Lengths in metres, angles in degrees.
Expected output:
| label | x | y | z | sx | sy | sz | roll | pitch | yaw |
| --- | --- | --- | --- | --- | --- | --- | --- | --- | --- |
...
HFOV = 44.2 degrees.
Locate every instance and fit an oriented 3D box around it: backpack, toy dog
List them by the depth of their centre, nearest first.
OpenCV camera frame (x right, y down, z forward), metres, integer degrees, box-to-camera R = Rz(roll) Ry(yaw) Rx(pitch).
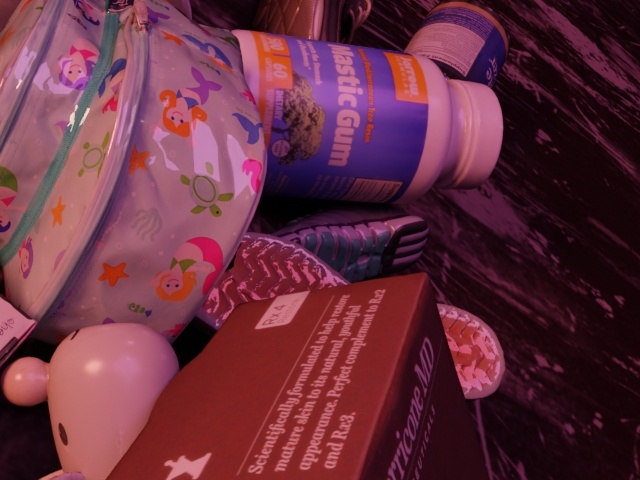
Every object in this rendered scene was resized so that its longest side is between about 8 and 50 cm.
| label | x | y | z | sx | sy | sz | roll | pitch | yaw |
| --- | --- | --- | --- | --- | --- | --- | --- | --- | --- |
| toy dog | -0.169 | 0.211 | 0.390 | 0.161 | 0.220 | 0.333 | 10 | 51 | -17 |
| backpack | -0.146 | -0.049 | 0.535 | 0.191 | 0.225 | 0.253 | 20 | 28 | -35 |

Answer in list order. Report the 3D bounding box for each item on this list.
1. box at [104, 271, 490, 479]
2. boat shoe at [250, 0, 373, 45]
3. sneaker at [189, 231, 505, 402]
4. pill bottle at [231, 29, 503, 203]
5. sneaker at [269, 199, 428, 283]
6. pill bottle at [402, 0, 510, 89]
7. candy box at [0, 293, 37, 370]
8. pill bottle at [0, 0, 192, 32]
| label | x | y | z | sx | sy | sz | roll | pitch | yaw |
| --- | --- | --- | --- | --- | --- | --- | --- | --- | --- |
| box | 0.038 | 0.232 | 0.452 | 0.191 | 0.143 | 0.381 | -57 | 130 | -60 |
| boat shoe | 0.003 | -0.295 | 0.943 | 0.130 | 0.132 | 0.355 | 20 | 51 | -28 |
| sneaker | 0.001 | 0.088 | 0.690 | 0.302 | 0.121 | 0.108 | 21 | 59 | -13 |
| pill bottle | 0.034 | -0.114 | 0.776 | 0.272 | 0.152 | 0.152 | 2 | 59 | -19 |
| sneaker | 0.000 | 0.000 | 0.791 | 0.224 | 0.083 | 0.098 | -8 | 37 | -39 |
| pill bottle | 0.149 | -0.195 | 0.988 | 0.123 | 0.123 | 0.219 | 39 | 56 | -12 |
| candy box | -0.294 | 0.025 | 0.443 | 0.233 | 0.159 | 0.071 | 42 | 44 | -9 |
| pill bottle | -0.239 | -0.321 | 0.703 | 0.204 | 0.204 | 0.361 | 1 | 60 | -40 |
